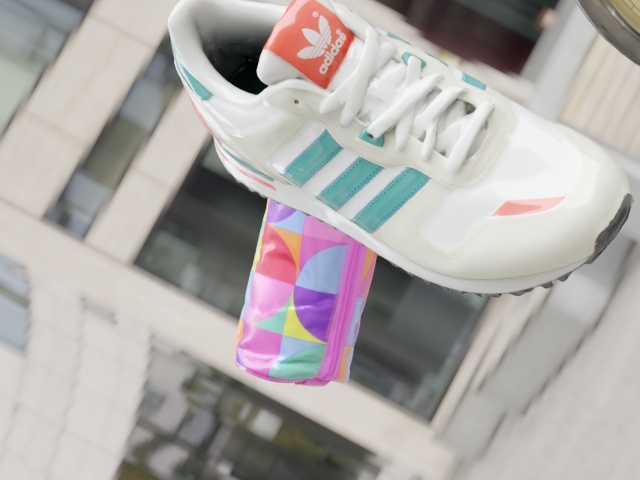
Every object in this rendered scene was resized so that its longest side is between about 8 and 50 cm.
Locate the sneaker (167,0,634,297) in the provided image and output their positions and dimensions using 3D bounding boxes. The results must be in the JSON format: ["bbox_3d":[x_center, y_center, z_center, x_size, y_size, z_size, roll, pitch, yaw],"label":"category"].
[{"bbox_3d":[0.016,-0.036,0.554,0.057,0.161,0.075,-55,-38,-16],"label":"sneaker"}]

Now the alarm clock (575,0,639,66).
[{"bbox_3d":[0.134,-0.132,0.627,0.129,0.192,0.064,-50,-2,33],"label":"alarm clock"}]

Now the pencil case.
[{"bbox_3d":[0.000,0.000,1.436,0.104,0.104,0.236,-47,-29,-80],"label":"pencil case"}]
